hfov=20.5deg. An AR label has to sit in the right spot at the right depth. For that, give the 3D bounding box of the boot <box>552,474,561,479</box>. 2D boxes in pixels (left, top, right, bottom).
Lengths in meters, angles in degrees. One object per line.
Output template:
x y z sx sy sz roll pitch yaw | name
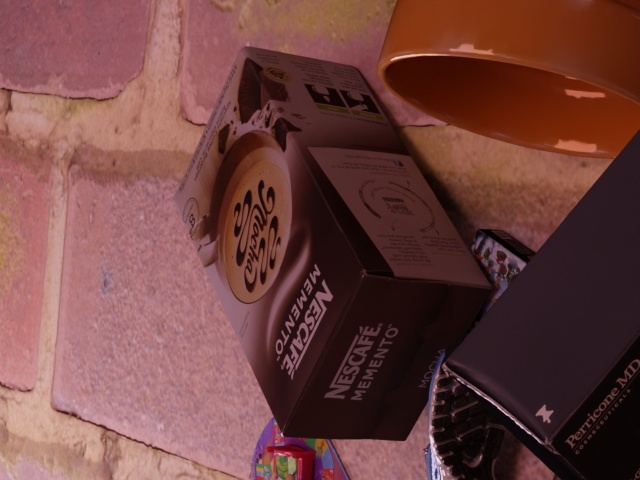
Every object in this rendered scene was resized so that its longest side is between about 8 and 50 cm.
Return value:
0.213 0.243 1.117 0.229 0.091 0.263 -161 78 -69 | boot

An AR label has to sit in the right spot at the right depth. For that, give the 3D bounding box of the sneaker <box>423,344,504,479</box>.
0.098 0.154 1.335 0.073 0.063 0.162 -148 52 -62 | sneaker

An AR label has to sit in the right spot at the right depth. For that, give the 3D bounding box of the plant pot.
0.159 -0.175 1.188 0.205 0.205 0.188 1 73 54 | plant pot

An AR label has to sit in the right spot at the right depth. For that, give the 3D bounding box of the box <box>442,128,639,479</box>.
0.222 0.034 0.987 0.261 0.184 0.103 -49 41 -4 | box

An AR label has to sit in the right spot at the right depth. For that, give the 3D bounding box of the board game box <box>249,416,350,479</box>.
-0.028 0.227 1.548 0.133 0.033 0.168 -58 46 35 | board game box

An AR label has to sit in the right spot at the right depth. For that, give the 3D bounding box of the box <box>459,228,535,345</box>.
0.151 0.061 1.310 0.137 0.027 0.094 38 119 49 | box

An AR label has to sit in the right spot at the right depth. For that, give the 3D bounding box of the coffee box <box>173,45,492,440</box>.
0.000 0.000 1.422 0.168 0.119 0.297 -64 36 30 | coffee box
